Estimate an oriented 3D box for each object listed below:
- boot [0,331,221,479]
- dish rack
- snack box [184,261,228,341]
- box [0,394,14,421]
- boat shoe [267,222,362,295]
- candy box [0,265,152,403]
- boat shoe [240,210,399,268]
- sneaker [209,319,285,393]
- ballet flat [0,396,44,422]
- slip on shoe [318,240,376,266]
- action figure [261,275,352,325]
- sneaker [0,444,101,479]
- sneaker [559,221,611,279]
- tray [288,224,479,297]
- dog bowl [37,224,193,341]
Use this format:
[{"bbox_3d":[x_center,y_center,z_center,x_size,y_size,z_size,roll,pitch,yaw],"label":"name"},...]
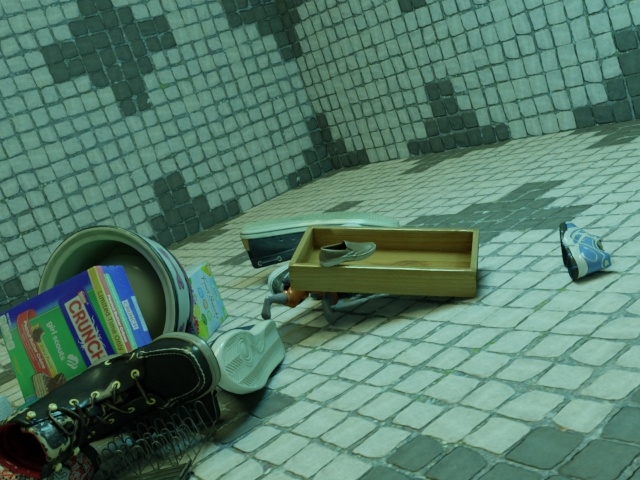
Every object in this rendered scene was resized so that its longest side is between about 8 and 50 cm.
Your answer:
[{"bbox_3d":[-0.380,0.290,1.314,0.377,0.138,0.284,-14,11,37],"label":"boot"},{"bbox_3d":[-0.303,0.370,1.350,0.208,0.074,0.271,-18,12,14],"label":"dish rack"},{"bbox_3d":[-0.341,0.173,2.032,0.070,0.174,0.207,-15,14,16],"label":"snack box"},{"bbox_3d":[-0.810,0.454,1.681,0.181,0.119,0.182,-15,14,21],"label":"box"},{"bbox_3d":[0.012,0.071,2.116,0.335,0.121,0.119,-35,23,-15],"label":"boat shoe"},{"bbox_3d":[-0.572,0.240,1.758,0.317,0.268,0.122,-25,-8,17],"label":"candy box"},{"bbox_3d":[0.000,0.000,2.328,0.500,0.156,0.187,-7,9,7],"label":"boat shoe"},{"bbox_3d":[-0.186,0.250,1.526,0.148,0.131,0.350,-19,-5,12],"label":"sneaker"},{"bbox_3d":[-0.620,0.408,1.563,0.107,0.106,0.316,-14,0,1],"label":"ballet flat"},{"bbox_3d":[0.060,0.020,1.650,0.135,0.041,0.051,-13,28,-14],"label":"slip on shoe"},{"bbox_3d":[0.043,0.076,1.866,0.341,0.178,0.330,-15,23,35],"label":"action figure"},{"bbox_3d":[-0.552,0.447,1.370,0.270,0.090,0.145,-13,11,18],"label":"sneaker"},{"bbox_3d":[0.546,0.019,1.555,0.081,0.080,0.211,-11,24,12],"label":"sneaker"},{"bbox_3d":[0.152,0.045,1.712,0.411,0.076,0.203,2,28,13],"label":"tray"},{"bbox_3d":[-0.501,0.165,1.876,0.408,0.408,0.150,-16,-4,20],"label":"dog bowl"}]
